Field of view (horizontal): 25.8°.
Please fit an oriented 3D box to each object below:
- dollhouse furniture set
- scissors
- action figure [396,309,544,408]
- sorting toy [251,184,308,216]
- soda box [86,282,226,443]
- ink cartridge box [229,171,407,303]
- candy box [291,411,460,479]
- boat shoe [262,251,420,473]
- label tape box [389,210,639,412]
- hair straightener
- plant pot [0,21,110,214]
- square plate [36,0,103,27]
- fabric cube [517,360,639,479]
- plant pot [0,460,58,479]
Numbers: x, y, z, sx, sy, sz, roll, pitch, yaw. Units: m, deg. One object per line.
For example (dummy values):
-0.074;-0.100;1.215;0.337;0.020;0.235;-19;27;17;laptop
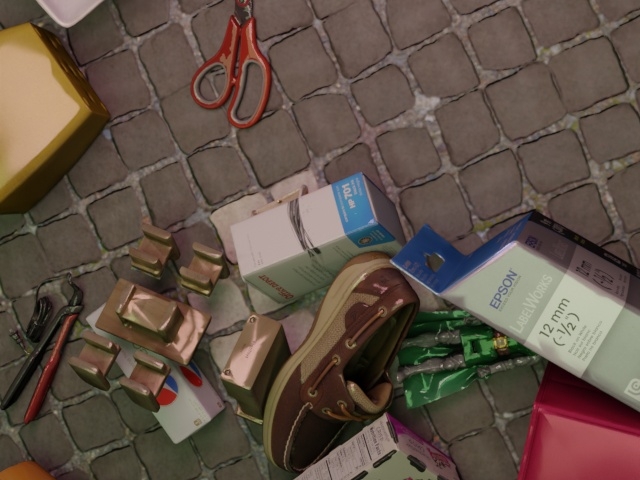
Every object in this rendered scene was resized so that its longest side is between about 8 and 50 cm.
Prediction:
-0.172;0.133;1.853;0.242;0.161;0.212;21;71;13;dollhouse furniture set
-0.093;-0.298;1.852;0.109;0.021;0.297;19;102;13;scissors
0.210;0.136;1.829;0.232;0.063;0.137;-12;93;12;action figure
-0.054;-0.034;1.854;0.083;0.075;0.045;-26;92;17;sorting toy
-0.226;0.170;1.930;0.069;0.074;0.216;-36;89;16;soda box
0.000;0.000;1.802;0.190;0.139;0.082;-20;67;14;ink cartridge box
0.052;0.346;1.852;0.233;0.071;0.159;-37;130;16;candy box
0.033;0.184;1.812;0.123;0.123;0.342;46;118;38;boat shoe
0.277;0.052;1.697;0.347;0.249;0.115;32;105;7;label tape box
-0.406;0.143;1.983;0.089;0.047;0.230;26;104;8;hair straightener
-0.404;-0.173;1.859;0.187;0.212;0.212;-34;90;4;plant pot
-0.312;-0.492;1.787;0.344;0.049;0.347;-42;89;-16;square plate
0.373;0.310;1.712;0.258;0.259;0.254;14;103;11;fabric cube
-0.398;0.421;1.961;0.188;0.205;0.205;47;107;18;plant pot
